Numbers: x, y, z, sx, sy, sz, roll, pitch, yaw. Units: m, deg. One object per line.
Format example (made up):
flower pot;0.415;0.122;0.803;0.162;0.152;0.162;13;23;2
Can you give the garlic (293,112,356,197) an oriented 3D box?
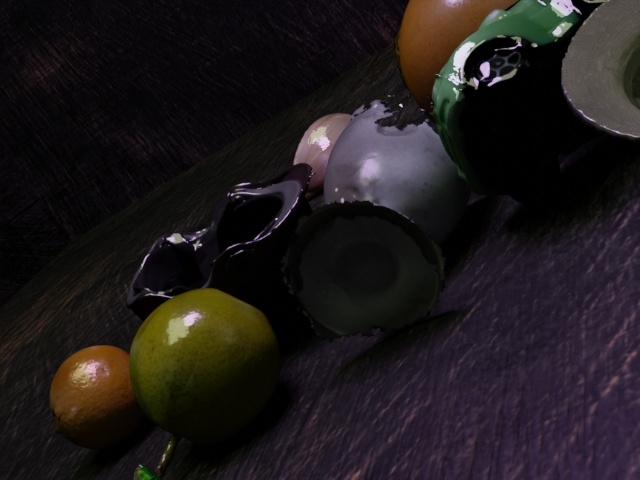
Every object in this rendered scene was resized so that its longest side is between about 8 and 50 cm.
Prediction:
garlic;0.017;-0.172;2.000;0.207;0.115;0.128;-43;22;-21

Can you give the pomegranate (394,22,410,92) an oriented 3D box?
pomegranate;0.243;-0.311;1.749;0.222;0.203;0.276;-19;17;0

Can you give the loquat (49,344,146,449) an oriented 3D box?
loquat;-0.290;0.207;1.381;0.141;0.141;0.141;-33;14;9

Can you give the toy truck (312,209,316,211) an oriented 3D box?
toy truck;0.000;0.000;1.546;0.079;0.065;0.147;-34;11;-12

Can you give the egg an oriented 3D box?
egg;0.235;-0.255;1.426;0.250;0.250;0.322;-35;-23;1

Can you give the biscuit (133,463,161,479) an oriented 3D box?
biscuit;-0.187;0.266;1.123;0.016;0.046;0.089;5;-2;-20

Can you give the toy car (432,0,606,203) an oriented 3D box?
toy car;0.279;-0.213;1.195;0.359;0.213;0.176;-35;48;-3

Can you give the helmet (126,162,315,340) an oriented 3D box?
helmet;-0.094;0.049;1.364;0.305;0.177;0.225;-28;19;14

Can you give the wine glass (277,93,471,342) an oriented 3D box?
wine glass;0.079;-0.037;1.245;0.190;0.190;0.357;-28;19;27

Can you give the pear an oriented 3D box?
pear;-0.138;0.161;1.173;0.180;0.166;0.216;5;73;56

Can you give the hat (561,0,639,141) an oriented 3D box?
hat;0.371;-0.149;0.996;0.257;0.130;0.257;-21;42;20
